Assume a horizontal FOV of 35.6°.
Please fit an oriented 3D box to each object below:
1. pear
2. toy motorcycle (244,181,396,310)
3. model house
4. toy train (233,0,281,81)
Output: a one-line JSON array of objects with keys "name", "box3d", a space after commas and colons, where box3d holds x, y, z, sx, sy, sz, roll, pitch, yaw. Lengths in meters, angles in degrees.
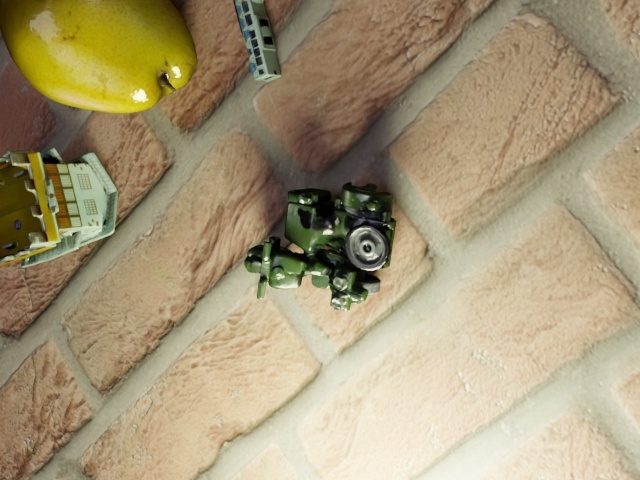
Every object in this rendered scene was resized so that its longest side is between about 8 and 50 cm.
[{"name": "pear", "box3d": [-0.381, -0.363, 1.709, 0.336, 0.285, 0.284, 7, 100, 18]}, {"name": "toy motorcycle", "box3d": [0.000, 0.000, 1.570, 0.275, 0.127, 0.205, 15, 107, 29]}, {"name": "model house", "box3d": [-0.534, -0.058, 1.873, 0.224, 0.215, 0.198, -19, 81, 35]}, {"name": "toy train", "box3d": [-0.112, -0.368, 1.653, 0.047, 0.043, 0.207, -17, 86, 32]}]
